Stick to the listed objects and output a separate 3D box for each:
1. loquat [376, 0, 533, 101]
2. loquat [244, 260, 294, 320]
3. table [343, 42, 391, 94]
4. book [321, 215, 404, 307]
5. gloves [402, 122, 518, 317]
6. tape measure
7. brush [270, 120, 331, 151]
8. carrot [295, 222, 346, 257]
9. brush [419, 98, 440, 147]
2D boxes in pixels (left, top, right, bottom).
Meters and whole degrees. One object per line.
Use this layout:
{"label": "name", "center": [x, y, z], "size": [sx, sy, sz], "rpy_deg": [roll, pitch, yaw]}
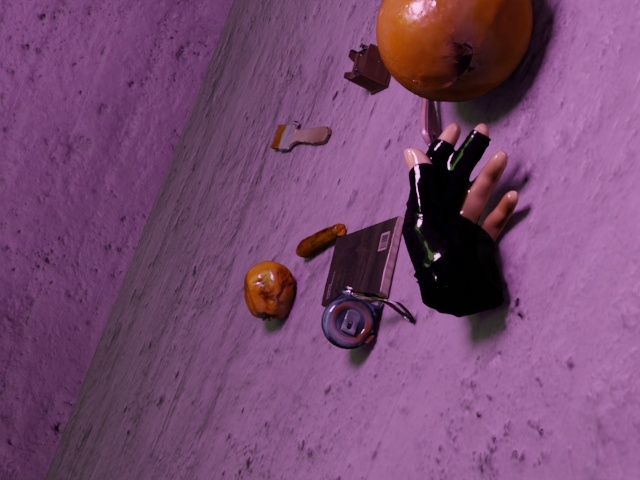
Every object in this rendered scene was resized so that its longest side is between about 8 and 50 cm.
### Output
{"label": "loquat", "center": [0.223, -0.360, 1.463], "size": [0.263, 0.263, 0.263], "rpy_deg": [-46, 33, 42]}
{"label": "loquat", "center": [-0.117, 0.114, 1.962], "size": [0.137, 0.113, 0.137], "rpy_deg": [-4, 84, 49]}
{"label": "table", "center": [0.107, -0.381, 1.923], "size": [0.070, 0.082, 0.083], "rpy_deg": [-12, 60, 63]}
{"label": "book", "center": [0.079, 0.047, 1.708], "size": [0.228, 0.024, 0.160], "rpy_deg": [-20, 52, 59]}
{"label": "gloves", "center": [0.198, -0.042, 1.323], "size": [0.152, 0.197, 0.301], "rpy_deg": [-4, 68, 53]}
{"label": "tape measure", "center": [0.074, 0.143, 1.540], "size": [0.180, 0.104, 0.107], "rpy_deg": [-1, 66, 65]}
{"label": "brush", "center": [-0.049, -0.266, 2.235], "size": [0.336, 0.020, 0.085], "rpy_deg": [15, 84, 65]}
{"label": "carrot", "center": [0.000, 0.000, 1.893], "size": [0.171, 0.042, 0.042], "rpy_deg": [-28, 47, 54]}
{"label": "brush", "center": [0.216, -0.302, 1.660], "size": [0.067, 0.072, 0.313], "rpy_deg": [-29, 45, 36]}
